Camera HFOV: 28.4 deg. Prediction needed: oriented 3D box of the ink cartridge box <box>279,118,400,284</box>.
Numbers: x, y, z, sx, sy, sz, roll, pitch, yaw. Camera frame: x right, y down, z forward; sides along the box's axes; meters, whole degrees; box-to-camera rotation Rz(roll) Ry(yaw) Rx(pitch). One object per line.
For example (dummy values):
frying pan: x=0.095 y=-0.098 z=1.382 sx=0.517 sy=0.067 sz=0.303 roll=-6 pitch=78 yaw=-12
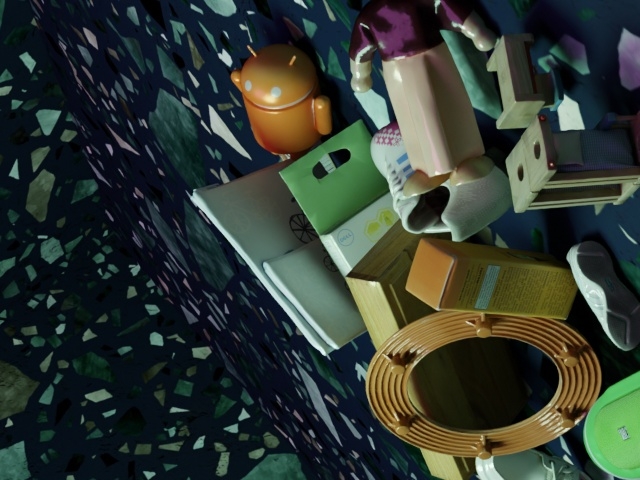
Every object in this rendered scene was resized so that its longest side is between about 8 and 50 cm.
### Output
ink cartridge box: x=0.070 y=-0.050 z=1.955 sx=0.235 sy=0.171 sz=0.056 roll=59 pitch=160 yaw=-9

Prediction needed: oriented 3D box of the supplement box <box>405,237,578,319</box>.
supplement box: x=0.227 y=0.051 z=1.633 sx=0.078 sy=0.233 sz=0.080 roll=33 pitch=113 yaw=52

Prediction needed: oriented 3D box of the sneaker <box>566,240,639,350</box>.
sneaker: x=0.361 y=0.068 z=1.604 sx=0.152 sy=0.054 sz=0.061 roll=63 pitch=172 yaw=-4

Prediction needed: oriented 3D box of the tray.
tray: x=0.191 y=0.156 z=1.943 sx=0.076 sy=0.203 sz=0.411 roll=10 pitch=134 yaw=42

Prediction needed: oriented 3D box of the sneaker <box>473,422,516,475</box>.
sneaker: x=0.335 y=0.377 z=2.163 sx=0.286 sy=0.109 sz=0.130 roll=43 pitch=-153 yaw=-12

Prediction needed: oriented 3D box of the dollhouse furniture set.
dollhouse furniture set: x=0.273 y=-0.142 z=1.382 sx=0.129 sy=0.129 sz=0.183 roll=113 pitch=151 yaw=-69

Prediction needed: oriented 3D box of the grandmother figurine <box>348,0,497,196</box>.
grandmother figurine: x=0.115 y=-0.233 z=1.550 sx=0.342 sy=0.208 sz=0.104 roll=69 pitch=-155 yaw=-12

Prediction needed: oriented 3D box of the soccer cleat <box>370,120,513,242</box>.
soccer cleat: x=0.135 y=-0.082 z=1.749 sx=0.116 sy=0.143 sz=0.331 roll=54 pitch=165 yaw=-26

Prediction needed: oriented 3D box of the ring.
ring: x=0.233 y=0.214 z=1.810 sx=0.032 sy=0.337 sz=0.336 roll=-90 pitch=-13 yaw=-46

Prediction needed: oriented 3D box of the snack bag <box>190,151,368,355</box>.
snack bag: x=0.000 y=0.000 z=2.036 sx=0.342 sy=0.323 sz=0.037 roll=49 pitch=129 yaw=13

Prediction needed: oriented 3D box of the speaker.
speaker: x=0.427 y=0.221 z=1.571 sx=0.131 sy=0.131 sz=0.296 roll=53 pitch=163 yaw=10

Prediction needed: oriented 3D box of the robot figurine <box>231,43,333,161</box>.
robot figurine: x=-0.062 y=-0.228 z=2.055 sx=0.219 sy=0.128 sz=0.158 roll=77 pitch=170 yaw=-50

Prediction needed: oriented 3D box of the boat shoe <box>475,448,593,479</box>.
boat shoe: x=0.369 y=0.381 z=1.982 sx=0.277 sy=0.098 sz=0.096 roll=28 pitch=155 yaw=-23

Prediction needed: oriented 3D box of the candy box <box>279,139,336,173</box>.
candy box: x=-0.045 y=-0.179 z=2.233 sx=0.186 sy=0.053 sz=0.109 roll=63 pitch=162 yaw=-17
